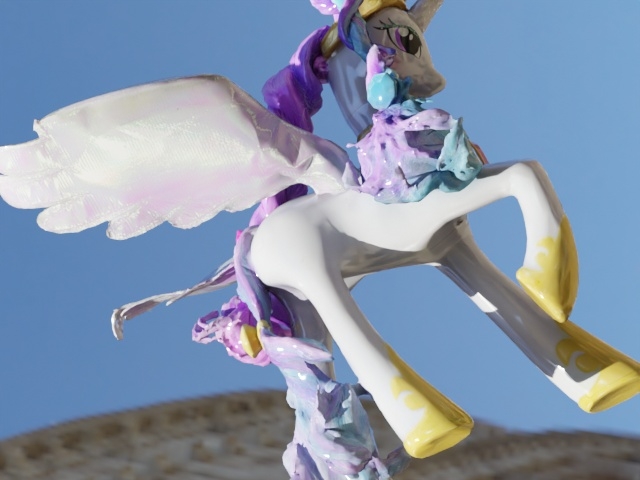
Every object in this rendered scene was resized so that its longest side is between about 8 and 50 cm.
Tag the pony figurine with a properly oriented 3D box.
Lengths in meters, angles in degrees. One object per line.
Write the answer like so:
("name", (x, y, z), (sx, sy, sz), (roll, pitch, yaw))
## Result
("pony figurine", (0.000, 0.000, 1.200), (0.363, 0.351, 0.303), (64, -178, 25))
